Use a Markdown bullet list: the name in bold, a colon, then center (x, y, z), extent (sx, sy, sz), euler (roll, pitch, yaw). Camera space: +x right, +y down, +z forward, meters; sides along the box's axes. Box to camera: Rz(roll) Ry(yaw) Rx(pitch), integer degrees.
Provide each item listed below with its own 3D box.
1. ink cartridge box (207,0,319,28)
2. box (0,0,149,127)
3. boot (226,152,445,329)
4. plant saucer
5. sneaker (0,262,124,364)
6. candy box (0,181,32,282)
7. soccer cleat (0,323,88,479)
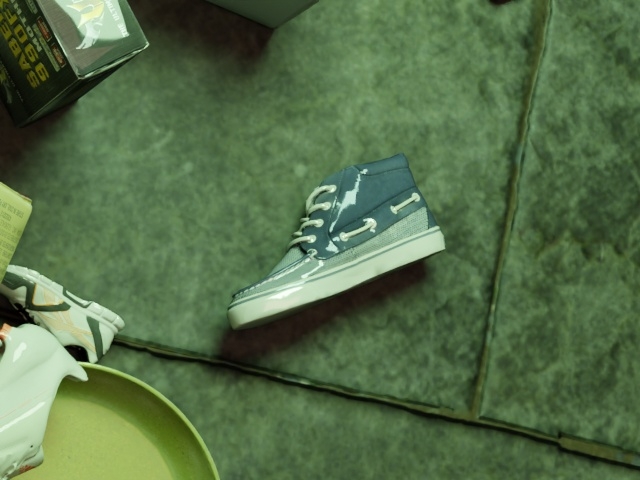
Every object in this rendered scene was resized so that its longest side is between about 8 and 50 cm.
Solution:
- **ink cartridge box**: center (-0.046, -0.305, 1.197), extent (0.171, 0.168, 0.233), euler (20, 76, -18)
- **box**: center (-0.214, -0.202, 1.111), extent (0.056, 0.183, 0.231), euler (-29, 96, -23)
- **boot**: center (0.000, 0.000, 1.244), extent (0.190, 0.069, 0.086), euler (-21, 85, -31)
- **plant saucer**: center (-0.184, 0.205, 1.156), extent (0.241, 0.037, 0.241), euler (2, 84, -22)
- **sneaker**: center (-0.192, 0.051, 1.168), extent (0.109, 0.040, 0.044), euler (29, 76, -16)
- **candy box**: center (-0.329, 0.083, 1.024), extent (0.183, 0.087, 0.316), euler (21, 84, 13)
- **soccer cleat**: center (-0.225, 0.145, 1.092), extent (0.076, 0.068, 0.196), euler (37, 69, -17)
